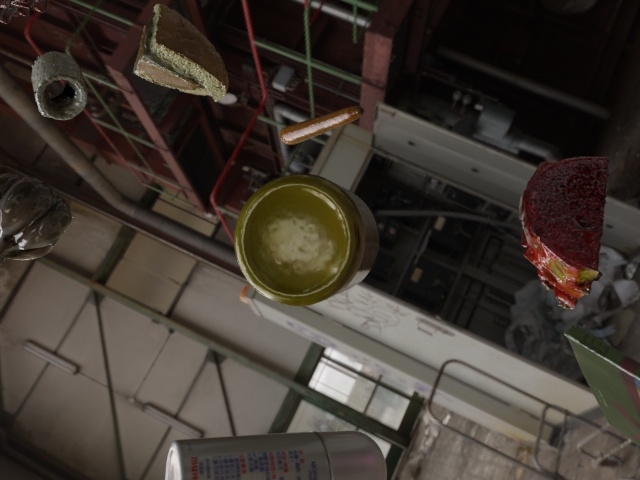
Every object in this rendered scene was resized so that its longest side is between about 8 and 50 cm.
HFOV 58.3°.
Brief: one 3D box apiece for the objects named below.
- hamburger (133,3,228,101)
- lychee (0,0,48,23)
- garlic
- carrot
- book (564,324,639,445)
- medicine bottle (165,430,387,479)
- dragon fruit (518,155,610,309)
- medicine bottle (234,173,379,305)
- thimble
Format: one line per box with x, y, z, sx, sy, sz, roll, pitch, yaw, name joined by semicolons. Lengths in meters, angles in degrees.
-0.281;-0.403;1.238;0.135;0.207;0.155;-22;52;57;hamburger
-0.459;-0.503;0.719;0.500;0.424;0.425;-41;12;46;lychee
-0.473;-0.019;0.873;0.127;0.131;0.194;-29;24;53;garlic
-0.002;-0.241;1.194;0.248;0.043;0.043;-8;44;47;carrot
0.380;0.208;0.559;0.026;0.289;0.201;-40;-58;-6;book
-0.056;0.363;0.882;0.130;0.340;0.130;-176;90;-67;medicine bottle
0.377;-0.005;0.921;0.161;0.126;0.274;78;-151;-48;dragon fruit
0.000;0.000;1.107;0.224;0.224;0.384;-66;-13;5;medicine bottle
-0.538;-0.318;1.178;0.102;0.090;0.115;13;-51;-45;thimble
